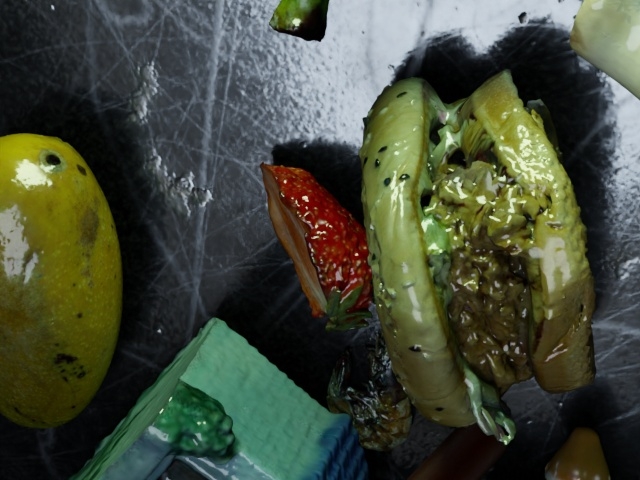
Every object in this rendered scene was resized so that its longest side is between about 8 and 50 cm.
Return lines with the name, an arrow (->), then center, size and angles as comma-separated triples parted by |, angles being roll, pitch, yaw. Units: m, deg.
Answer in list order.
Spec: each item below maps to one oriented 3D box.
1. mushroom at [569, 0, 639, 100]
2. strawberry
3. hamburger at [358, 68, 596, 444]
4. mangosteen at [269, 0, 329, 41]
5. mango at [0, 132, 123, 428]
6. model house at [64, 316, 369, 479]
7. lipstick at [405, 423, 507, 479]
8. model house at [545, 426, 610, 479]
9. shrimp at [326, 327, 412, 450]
mushroom -> 0.386, -0.099, 1.303 | 0.315, 0.315, 0.356 | -31, 103, 22
strawberry -> 0.000, 0.000, 1.537 | 0.082, 0.146, 0.187 | -25, 79, -19
hamburger -> 0.143, 0.013, 1.421 | 0.195, 0.277, 0.318 | -11, 105, 10
mangosteen -> 0.036, -0.301, 1.325 | 0.231, 0.231, 0.289 | 10, 81, 10
mango -> -0.290, 0.052, 1.595 | 0.176, 0.175, 0.330 | 25, 125, 53
model house -> -0.079, 0.291, 1.599 | 0.329, 0.252, 0.295 | 37, 114, -9
lipstick -> 0.062, 0.284, 1.499 | 0.057, 0.356, 0.057 | 25, 135, 27
model house -> 0.243, 0.325, 1.585 | 0.271, 0.190, 0.301 | 12, 97, 13
shrimp -> 0.050, 0.141, 1.613 | 0.091, 0.034, 0.161 | 7, 113, 12
